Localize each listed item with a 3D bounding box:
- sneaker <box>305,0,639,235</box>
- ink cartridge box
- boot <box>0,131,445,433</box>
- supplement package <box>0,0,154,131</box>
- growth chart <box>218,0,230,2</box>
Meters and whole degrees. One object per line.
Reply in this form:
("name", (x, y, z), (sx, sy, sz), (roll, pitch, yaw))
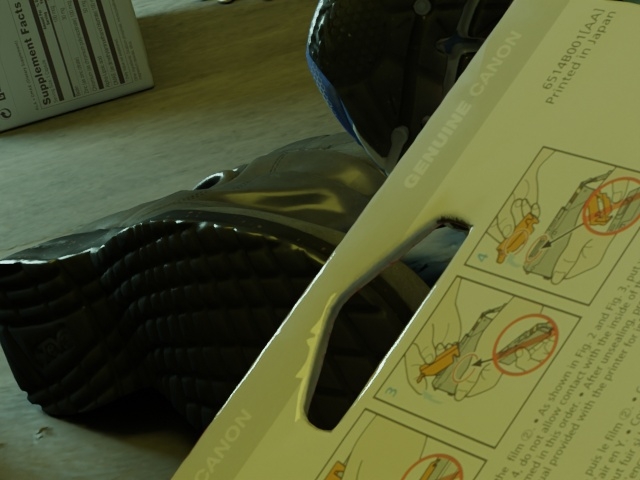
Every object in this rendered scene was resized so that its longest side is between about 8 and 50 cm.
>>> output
("sneaker", (0.090, -0.079, 0.948), (0.147, 0.130, 0.330), (30, 14, 33))
("ink cartridge box", (0.092, 0.061, 0.616), (0.261, 0.066, 0.296), (18, 67, 50))
("boot", (0.000, 0.000, 0.951), (0.222, 0.118, 0.338), (-27, 20, -32))
("supplement package", (-0.243, -0.229, 1.611), (0.145, 0.204, 0.262), (-18, 21, -6))
("growth chart", (0.016, -0.250, 1.753), (0.237, 0.021, 0.172), (-1, 25, 34))
